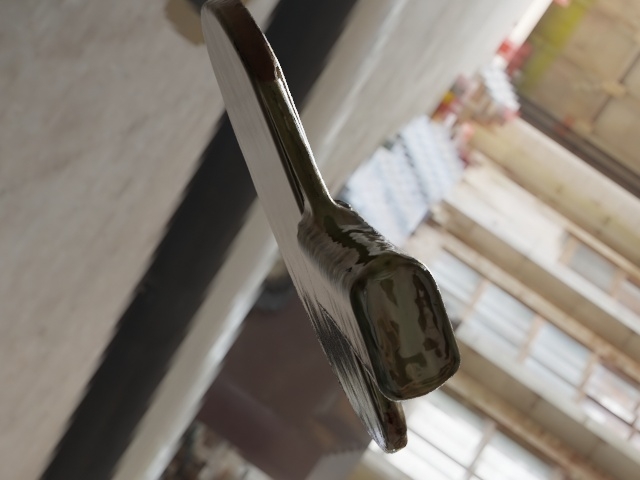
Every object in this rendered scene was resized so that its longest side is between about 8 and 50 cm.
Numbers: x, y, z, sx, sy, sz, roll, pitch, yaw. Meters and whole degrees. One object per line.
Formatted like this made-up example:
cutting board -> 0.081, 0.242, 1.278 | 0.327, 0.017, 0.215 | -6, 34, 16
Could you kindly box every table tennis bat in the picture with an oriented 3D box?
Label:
table tennis bat -> 0.000, 0.000, 0.543 | 0.021, 0.154, 0.274 | -21, -169, -5
